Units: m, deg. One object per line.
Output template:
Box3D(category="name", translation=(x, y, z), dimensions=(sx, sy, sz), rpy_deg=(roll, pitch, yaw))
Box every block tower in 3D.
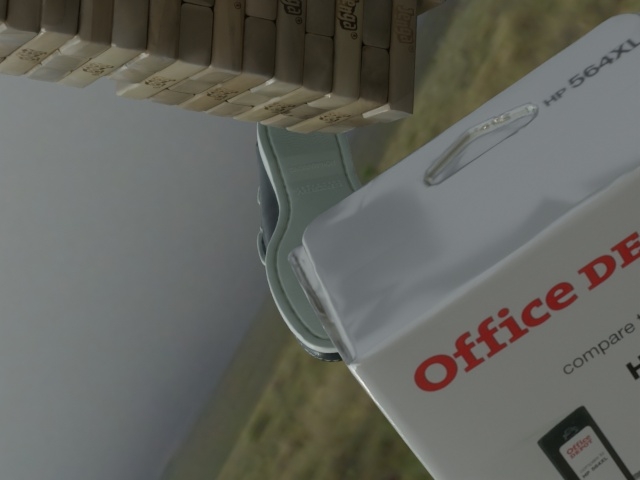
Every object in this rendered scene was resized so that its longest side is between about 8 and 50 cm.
Box3D(category="block tower", translation=(-0.100, -0.124, 0.738), dimensions=(0.091, 0.335, 0.097), rpy_deg=(-12, 73, 61))

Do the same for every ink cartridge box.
Box3D(category="ink cartridge box", translation=(0.107, 0.048, 0.518), dimensions=(0.148, 0.203, 0.086), rpy_deg=(-35, 30, 4))

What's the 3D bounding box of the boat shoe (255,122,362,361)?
Box3D(category="boat shoe", translation=(0.000, 0.000, 1.347), dimensions=(0.091, 0.114, 0.302), rpy_deg=(90, 176, -47))
